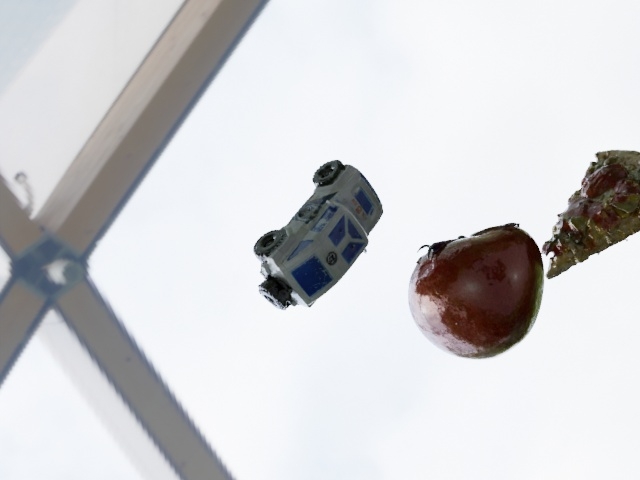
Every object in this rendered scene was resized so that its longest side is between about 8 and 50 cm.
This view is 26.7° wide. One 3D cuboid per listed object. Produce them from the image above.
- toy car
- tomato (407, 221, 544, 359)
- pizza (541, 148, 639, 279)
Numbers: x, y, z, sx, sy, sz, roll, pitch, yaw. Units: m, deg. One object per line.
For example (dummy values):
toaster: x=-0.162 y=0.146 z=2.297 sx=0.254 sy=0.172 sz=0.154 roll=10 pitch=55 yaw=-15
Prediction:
toy car: x=0.000 y=0.000 z=1.374 sx=0.171 sy=0.070 sz=0.080 roll=-51 pitch=-55 yaw=-22
tomato: x=0.183 y=0.063 z=1.558 sx=0.167 sy=0.167 sz=0.167 roll=6 pitch=-104 yaw=-26
pizza: x=0.334 y=-0.036 z=1.640 sx=0.199 sy=0.188 sz=0.062 roll=-47 pitch=-68 yaw=-3
